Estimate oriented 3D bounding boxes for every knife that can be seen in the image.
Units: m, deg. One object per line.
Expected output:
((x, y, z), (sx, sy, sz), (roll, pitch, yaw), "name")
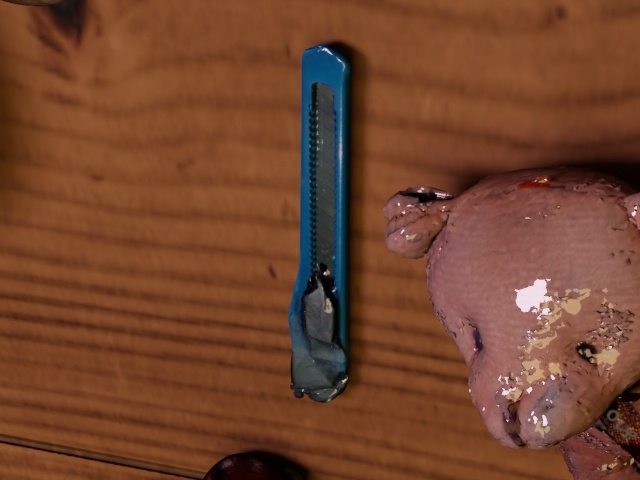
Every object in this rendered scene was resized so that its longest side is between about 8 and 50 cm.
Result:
((-0.001, 0.001, 1.013), (0.044, 0.026, 0.296), (20, 133, 23), "knife")

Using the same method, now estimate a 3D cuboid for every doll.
((0.159, 0.095, 0.934), (0.201, 0.156, 0.303), (0, 131, 36), "doll")

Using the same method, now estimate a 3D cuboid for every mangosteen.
((-0.051, 0.193, 1.157), (0.081, 0.081, 0.081), (11, 130, 14), "mangosteen")

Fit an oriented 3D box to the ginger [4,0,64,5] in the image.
((-0.191, -0.230, 0.871), (0.166, 0.080, 0.333), (33, 130, 12), "ginger")
